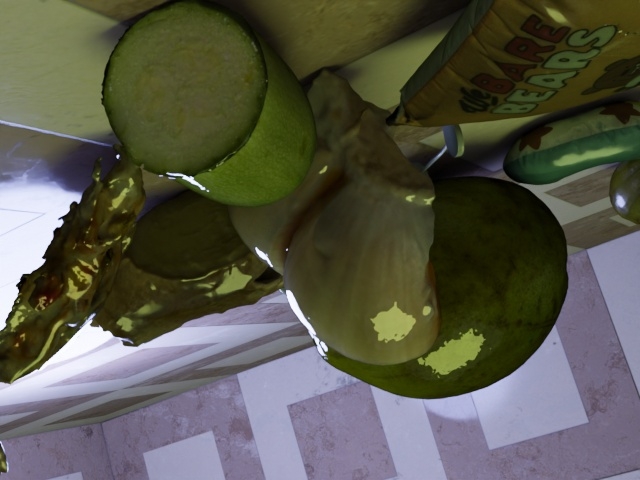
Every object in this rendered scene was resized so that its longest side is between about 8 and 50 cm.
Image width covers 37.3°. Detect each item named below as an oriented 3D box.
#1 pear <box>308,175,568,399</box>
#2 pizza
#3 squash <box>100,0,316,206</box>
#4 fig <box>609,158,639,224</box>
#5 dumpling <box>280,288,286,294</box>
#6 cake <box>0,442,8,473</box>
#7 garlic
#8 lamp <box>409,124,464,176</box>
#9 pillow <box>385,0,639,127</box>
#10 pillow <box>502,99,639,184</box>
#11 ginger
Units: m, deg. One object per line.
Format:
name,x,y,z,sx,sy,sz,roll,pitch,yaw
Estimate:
pear,0.175,0.068,1.391,0.413,0.352,0.352,-19,169,-12
pizza,-0.237,0.013,0.976,0.297,0.071,0.189,-59,175,27
squash,-0.069,-0.096,0.784,0.132,0.133,0.247,-19,170,11
fig,0.584,-0.123,1.696,0.132,0.185,0.126,-15,-152,-33
dumpling,0.000,-0.013,1.251,0.219,0.108,0.153,-12,130,21
cake,-0.444,0.133,0.841,0.332,0.321,0.332,-18,169,-4
garlic,0.031,-0.018,1.008,0.249,0.286,0.313,-55,172,-12
lamp,0.135,-0.104,1.214,0.056,0.050,0.198,-13,168,-12
pillow,0.237,-0.192,0.777,0.312,0.119,0.310,-16,171,-18
pillow,0.375,-0.132,1.348,0.233,0.086,0.214,-19,174,17
ginger,-0.166,0.046,1.173,0.275,0.130,0.221,-6,144,-14
